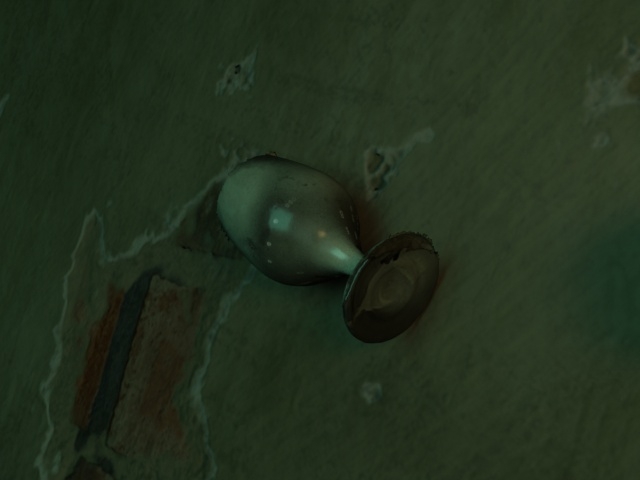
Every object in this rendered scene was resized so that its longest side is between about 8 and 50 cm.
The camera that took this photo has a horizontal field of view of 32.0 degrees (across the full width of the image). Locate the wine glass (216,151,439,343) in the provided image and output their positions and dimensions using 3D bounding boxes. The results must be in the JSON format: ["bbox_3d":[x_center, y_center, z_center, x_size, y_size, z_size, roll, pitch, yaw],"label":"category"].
[{"bbox_3d":[0.000,0.000,1.115,0.241,0.126,0.126,36,101,44],"label":"wine glass"}]
